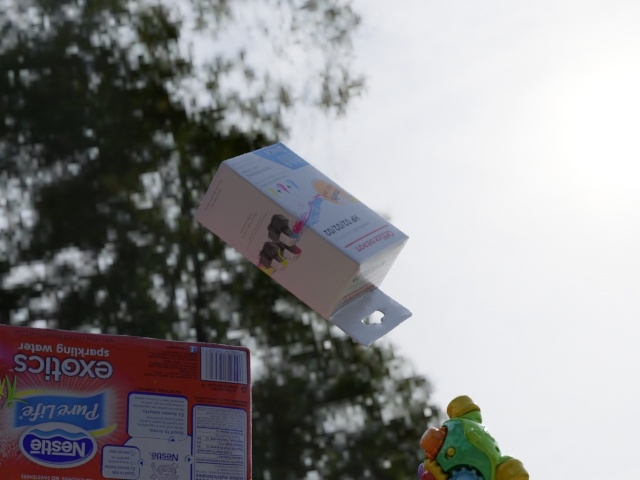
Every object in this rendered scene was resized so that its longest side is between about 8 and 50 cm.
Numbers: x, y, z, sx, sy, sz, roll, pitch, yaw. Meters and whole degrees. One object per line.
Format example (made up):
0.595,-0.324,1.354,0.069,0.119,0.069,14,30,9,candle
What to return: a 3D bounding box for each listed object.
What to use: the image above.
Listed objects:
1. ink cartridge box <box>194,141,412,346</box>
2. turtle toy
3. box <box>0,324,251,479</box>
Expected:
0.000,0.000,1.226,0.061,0.181,0.104,-60,-15,26,ink cartridge box
0.112,0.192,1.174,0.066,0.095,0.130,-21,-42,-19,turtle toy
-0.188,0.148,1.128,0.257,0.128,0.122,6,-27,-17,box
